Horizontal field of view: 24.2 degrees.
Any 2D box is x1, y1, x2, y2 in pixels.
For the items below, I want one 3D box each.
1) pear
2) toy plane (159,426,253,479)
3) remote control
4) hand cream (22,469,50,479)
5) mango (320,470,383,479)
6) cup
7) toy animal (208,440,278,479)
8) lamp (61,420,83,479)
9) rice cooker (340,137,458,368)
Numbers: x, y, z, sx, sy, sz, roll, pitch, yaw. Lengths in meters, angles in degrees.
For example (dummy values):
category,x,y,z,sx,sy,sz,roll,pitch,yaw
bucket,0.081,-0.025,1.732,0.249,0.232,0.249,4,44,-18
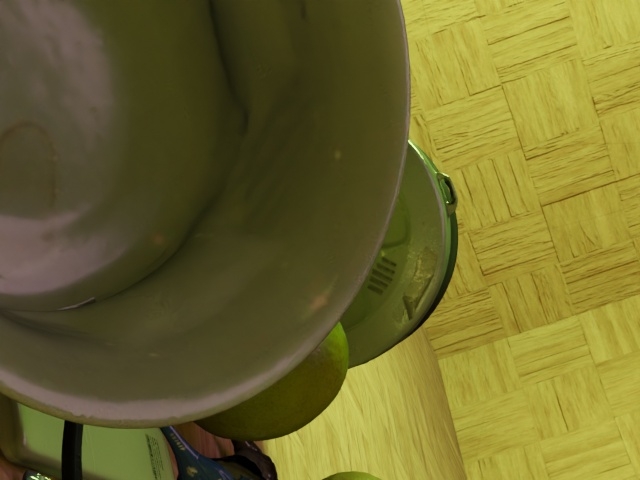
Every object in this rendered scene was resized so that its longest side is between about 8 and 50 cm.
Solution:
category,x,y,z,sx,sy,sz,roll,pitch,yaw
pear,-0.051,0.081,1.287,0.180,0.166,0.216,58,19,13
toy plane,-0.097,0.175,1.166,0.167,0.062,0.054,58,11,-18
remote control,-0.154,0.134,0.983,0.261,0.029,0.067,48,26,-67
hand cream,-0.116,0.238,0.933,0.256,0.055,0.088,54,20,-44
mango,0.039,0.359,1.431,0.331,0.142,0.195,-86,153,-53
cup,-0.130,-0.080,0.797,0.347,0.163,0.347,-1,91,-41
toy animal,-0.069,0.217,1.319,0.202,0.070,0.105,-87,171,-77
lamp,-0.122,0.144,0.852,0.108,0.130,0.371,55,12,-40
rice cooker,-0.002,-0.001,1.516,0.277,0.288,0.288,-5,76,-81
